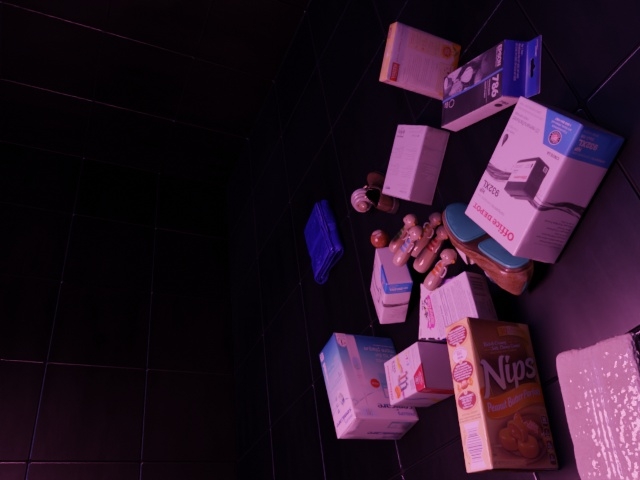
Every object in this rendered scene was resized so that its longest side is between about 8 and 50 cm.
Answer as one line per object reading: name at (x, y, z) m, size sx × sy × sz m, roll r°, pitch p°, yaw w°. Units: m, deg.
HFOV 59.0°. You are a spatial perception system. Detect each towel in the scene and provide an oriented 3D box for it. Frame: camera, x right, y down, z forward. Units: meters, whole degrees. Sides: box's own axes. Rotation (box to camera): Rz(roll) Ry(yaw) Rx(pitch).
towel at (0.000, 0.000, 2.382) m, size 0.227 × 0.076 × 0.308 m, roll -60°, pitch 31°, yaw 37°
towel at (0.549, 0.328, 1.056) m, size 0.187 × 0.049 × 0.282 m, roll -41°, pitch 43°, yaw 53°

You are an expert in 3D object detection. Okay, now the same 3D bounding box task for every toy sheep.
toy sheep at (0.155, -0.153, 2.089) m, size 0.132 × 0.091 × 0.091 m, roll -92°, pitch 23°, yaw -58°

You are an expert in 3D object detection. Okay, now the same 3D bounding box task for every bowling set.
bowling set at (0.259, -0.006, 1.580) m, size 0.154 × 0.200 × 0.287 m, roll -60°, pitch 17°, yaw 19°

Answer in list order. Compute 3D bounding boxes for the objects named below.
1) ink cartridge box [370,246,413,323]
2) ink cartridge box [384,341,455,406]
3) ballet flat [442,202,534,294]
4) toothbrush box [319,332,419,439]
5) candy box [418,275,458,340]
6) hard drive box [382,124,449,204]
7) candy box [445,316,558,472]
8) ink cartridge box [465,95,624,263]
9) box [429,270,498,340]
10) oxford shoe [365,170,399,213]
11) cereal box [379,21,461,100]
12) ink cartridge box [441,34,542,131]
ink cartridge box at (0.216, 0.140, 1.743) m, size 0.203 × 0.086 × 0.148 m, roll 92°, pitch 169°, yaw -46°
ink cartridge box at (0.277, 0.371, 1.547) m, size 0.176 × 0.127 × 0.128 m, roll 129°, pitch 143°, yaw -50°
ballet flat at (0.412, 0.027, 1.420) m, size 0.342 × 0.116 × 0.124 m, roll -128°, pitch 20°, yaw -55°
toothbrush box at (0.139, 0.442, 1.720) m, size 0.295 × 0.216 × 0.126 m, roll -103°, pitch 33°, yaw -44°
candy box at (0.351, 0.188, 1.524) m, size 0.196 × 0.070 × 0.165 m, roll -23°, pitch 60°, yaw 62°
hard drive box at (0.297, -0.242, 1.793) m, size 0.181 × 0.089 × 0.232 m, roll -149°, pitch 72°, yaw -65°
candy box at (0.391, 0.336, 1.236) m, size 0.087 × 0.183 × 0.316 m, roll -43°, pitch 43°, yaw 53°
ink cartridge box at (0.487, -0.137, 1.273) m, size 0.223 × 0.129 × 0.307 m, roll -121°, pitch 45°, yaw -56°
box at (0.346, 0.164, 1.377) m, size 0.137 × 0.072 × 0.126 m, roll -43°, pitch 45°, yaw 45°
oxford shoe at (0.199, -0.183, 1.986) m, size 0.227 × 0.096 × 0.083 m, roll -112°, pitch 37°, yaw -53°
cereal box at (0.303, -0.537, 1.707) m, size 0.047 × 0.240 × 0.173 m, roll 16°, pitch 95°, yaw 66°
ink cartridge box at (0.456, -0.427, 1.545) m, size 0.333 × 0.065 × 0.165 m, roll -17°, pitch 65°, yaw 63°
